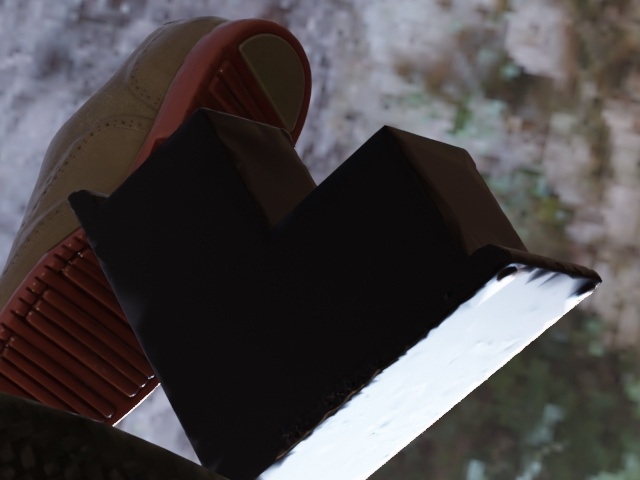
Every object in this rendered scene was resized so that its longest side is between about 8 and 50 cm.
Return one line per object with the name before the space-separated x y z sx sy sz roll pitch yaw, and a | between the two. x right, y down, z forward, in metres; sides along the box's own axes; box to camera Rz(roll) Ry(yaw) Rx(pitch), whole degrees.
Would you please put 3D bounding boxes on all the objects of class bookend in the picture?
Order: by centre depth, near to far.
bookend | 0.000 0.000 0.773 0.156 0.157 0.072 -43 151 23

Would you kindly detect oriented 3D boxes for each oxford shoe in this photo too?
oxford shoe | -0.141 0.001 1.258 0.348 0.130 0.123 -54 130 -16

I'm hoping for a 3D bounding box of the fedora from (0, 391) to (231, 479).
fedora | -0.120 0.137 0.456 0.152 0.334 0.334 -90 -173 -67
